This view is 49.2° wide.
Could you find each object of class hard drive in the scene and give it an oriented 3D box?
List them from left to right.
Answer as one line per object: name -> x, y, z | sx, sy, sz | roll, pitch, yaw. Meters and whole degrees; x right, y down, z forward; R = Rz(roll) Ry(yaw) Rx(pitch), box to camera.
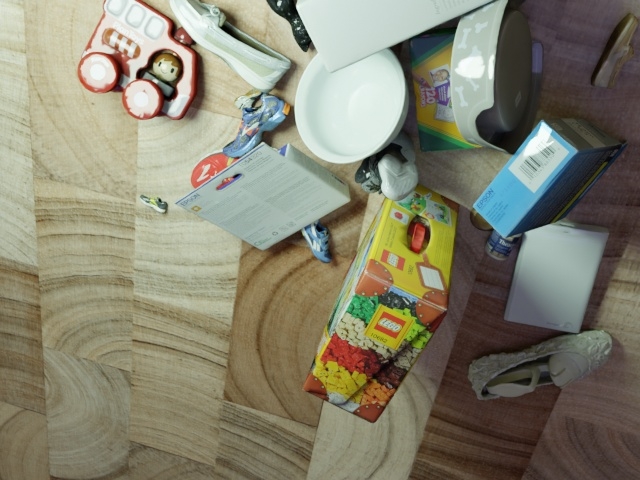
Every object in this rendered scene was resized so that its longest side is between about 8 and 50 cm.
hard drive -> 0.611, 0.092, 1.834 | 0.202, 0.040, 0.308 | 10, 120, 10

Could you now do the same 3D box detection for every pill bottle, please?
pill bottle -> 0.476, -0.013, 1.795 | 0.067, 0.067, 0.120 | 24, 122, 1

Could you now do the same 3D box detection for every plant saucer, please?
plant saucer -> 0.430, -0.058, 1.813 | 0.083, 0.015, 0.084 | 6, 119, 11

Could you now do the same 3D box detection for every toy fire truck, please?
toy fire truck -> -0.442, -0.455, 1.758 | 0.302, 0.169, 0.254 | 31, 103, -4

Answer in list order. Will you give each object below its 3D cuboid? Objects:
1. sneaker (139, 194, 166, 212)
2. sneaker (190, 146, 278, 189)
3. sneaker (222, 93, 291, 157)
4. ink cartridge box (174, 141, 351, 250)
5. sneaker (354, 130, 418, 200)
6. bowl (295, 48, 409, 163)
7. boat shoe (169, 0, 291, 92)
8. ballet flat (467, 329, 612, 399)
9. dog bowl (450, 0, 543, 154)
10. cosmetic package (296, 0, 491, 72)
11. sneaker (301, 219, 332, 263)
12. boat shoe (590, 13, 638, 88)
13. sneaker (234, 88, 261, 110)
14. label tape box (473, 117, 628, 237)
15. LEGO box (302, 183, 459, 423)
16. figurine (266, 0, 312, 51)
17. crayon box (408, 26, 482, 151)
sneaker -> -0.481, -0.115, 2.022 | 0.083, 0.031, 0.035 | 29, 108, -6
sneaker -> -0.234, -0.186, 1.861 | 0.278, 0.118, 0.107 | -12, 113, 20
sneaker -> -0.178, -0.299, 1.805 | 0.221, 0.083, 0.087 | -39, 110, 20
ink cartridge box -> -0.147, -0.121, 1.805 | 0.324, 0.072, 0.330 | -28, 139, 30
sneaker -> 0.156, -0.152, 1.696 | 0.101, 0.269, 0.153 | 27, 128, -15
bowl -> 0.096, -0.320, 1.657 | 0.297, 0.134, 0.298 | -3, 85, 34
boat shoe -> -0.219, -0.496, 1.694 | 0.320, 0.118, 0.103 | 40, 115, -13
ballet flat -> 0.608, 0.365, 1.932 | 0.408, 0.147, 0.147 | -20, 111, 23
dog bowl -> 0.378, -0.357, 1.485 | 0.102, 0.349, 0.349 | 9, 122, 31
cosmetic package -> 0.189, -0.540, 1.444 | 0.453, 0.230, 0.162 | -22, 120, 15
sneaker -> 0.000, 0.000, 1.940 | 0.059, 0.053, 0.144 | -22, 111, 22
boat shoe -> 0.657, -0.412, 1.535 | 0.059, 0.063, 0.170 | 19, 131, 2
sneaker -> -0.182, -0.364, 1.805 | 0.083, 0.032, 0.037 | -19, 128, 26
label tape box -> 0.533, -0.150, 1.594 | 0.115, 0.347, 0.249 | 47, 125, 22
LEGO box -> 0.161, 0.125, 1.703 | 0.193, 0.500, 0.373 | 25, 121, 0
figurine -> -0.017, -0.572, 1.618 | 0.214, 0.092, 0.209 | -27, 116, 25
crayon box -> 0.307, -0.356, 1.644 | 0.165, 0.081, 0.279 | -3, 117, 17
